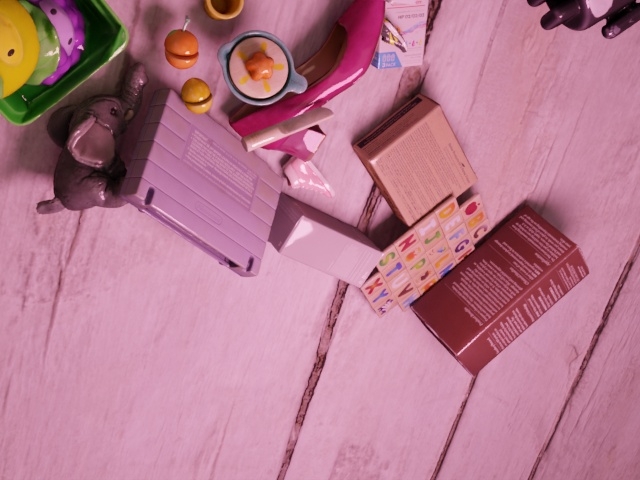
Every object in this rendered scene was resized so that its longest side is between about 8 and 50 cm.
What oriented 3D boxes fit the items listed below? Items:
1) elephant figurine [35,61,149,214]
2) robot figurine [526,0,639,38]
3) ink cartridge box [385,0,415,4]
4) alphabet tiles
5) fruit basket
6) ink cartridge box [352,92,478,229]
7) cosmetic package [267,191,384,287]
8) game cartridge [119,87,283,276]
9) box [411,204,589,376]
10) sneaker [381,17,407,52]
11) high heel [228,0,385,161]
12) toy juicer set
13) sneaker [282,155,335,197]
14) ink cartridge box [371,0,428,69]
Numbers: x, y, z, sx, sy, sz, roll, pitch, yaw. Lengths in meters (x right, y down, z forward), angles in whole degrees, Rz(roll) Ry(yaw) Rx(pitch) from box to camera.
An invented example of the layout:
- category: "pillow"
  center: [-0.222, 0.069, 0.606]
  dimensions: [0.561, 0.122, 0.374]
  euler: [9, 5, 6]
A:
- category: "elephant figurine"
  center: [-0.406, -0.184, 1.703]
  dimensions: [0.169, 0.186, 0.239]
  euler: [3, 112, 19]
- category: "robot figurine"
  center: [0.570, -0.546, 1.983]
  dimensions: [0.278, 0.173, 0.209]
  euler: [-32, 130, -8]
- category: "ink cartridge box"
  center: [0.141, -0.518, 1.730]
  dimensions: [0.063, 0.109, 0.150]
  euler: [-6, 127, -37]
- category: "alphabet tiles"
  center: [0.246, 0.038, 2.185]
  dimensions: [0.342, 0.011, 0.285]
  euler: [-38, 146, -4]
- category: "fruit basket"
  center: [-0.486, -0.343, 1.416]
  dimensions: [0.283, 0.392, 0.392]
  euler: [-39, 128, -3]
- category: "ink cartridge box"
  center: [0.207, -0.166, 2.056]
  dimensions: [0.193, 0.088, 0.234]
  euler: [-38, 128, -5]
- category: "cosmetic package"
  center: [0.000, 0.000, 2.019]
  dimensions: [0.238, 0.127, 0.107]
  euler: [27, 102, -38]
- category: "game cartridge"
  center: [-0.213, -0.103, 1.797]
  dimensions: [0.355, 0.068, 0.230]
  euler: [38, 54, -46]
- category: "box"
  center: [0.427, 0.119, 2.262]
  dimensions: [0.381, 0.191, 0.143]
  euler: [-40, 138, -2]
- category: "sneaker"
  center: [0.138, -0.394, 1.852]
  dimensions: [0.035, 0.031, 0.083]
  euler: [-35, 123, 15]
- category: "high heel"
  center: [-0.020, -0.337, 1.823]
  dimensions: [0.181, 0.127, 0.377]
  euler: [21, 102, -28]
- category: "toy juicer set"
  center: [-0.139, -0.285, 1.714]
  dimensions: [0.209, 0.089, 0.329]
  euler: [-45, 105, -14]
- category: "sneaker"
  center: [-0.029, -0.124, 1.981]
  dimensions: [0.070, 0.051, 0.134]
  euler: [-41, 125, 1]
- category: "ink cartridge box"
  center: [0.152, -0.438, 1.888]
  dimensions: [0.104, 0.061, 0.181]
  euler: [-11, 121, -22]
